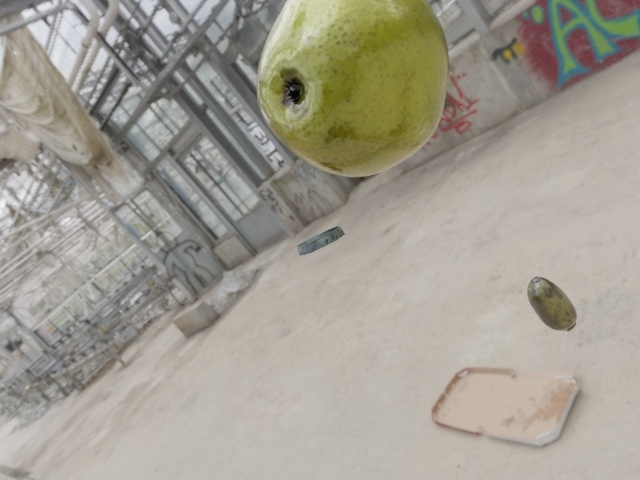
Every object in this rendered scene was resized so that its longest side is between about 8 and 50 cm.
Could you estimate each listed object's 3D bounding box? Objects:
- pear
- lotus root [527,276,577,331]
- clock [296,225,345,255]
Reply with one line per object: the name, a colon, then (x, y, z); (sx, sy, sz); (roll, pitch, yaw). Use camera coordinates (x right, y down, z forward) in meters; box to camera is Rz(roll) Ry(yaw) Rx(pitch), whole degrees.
pear: (0.047, -0.233, 0.741); (0.294, 0.294, 0.294); (-37, 12, 9)
lotus root: (0.568, 0.160, 1.291); (0.080, 0.179, 0.089); (-47, 18, -12)
clock: (0.000, 0.000, 0.871); (0.085, 0.017, 0.085); (-26, 5, 3)
